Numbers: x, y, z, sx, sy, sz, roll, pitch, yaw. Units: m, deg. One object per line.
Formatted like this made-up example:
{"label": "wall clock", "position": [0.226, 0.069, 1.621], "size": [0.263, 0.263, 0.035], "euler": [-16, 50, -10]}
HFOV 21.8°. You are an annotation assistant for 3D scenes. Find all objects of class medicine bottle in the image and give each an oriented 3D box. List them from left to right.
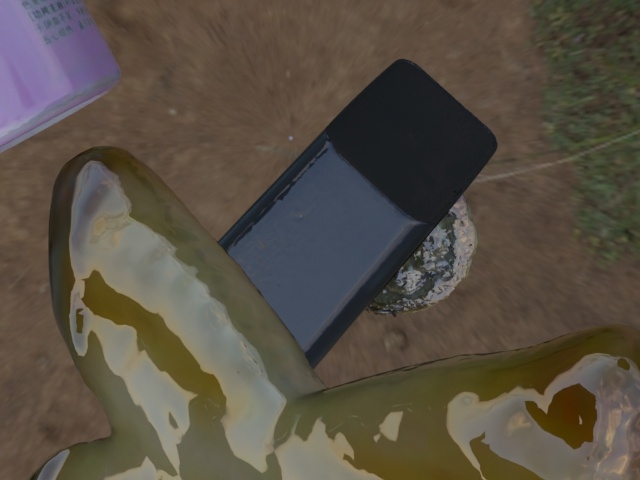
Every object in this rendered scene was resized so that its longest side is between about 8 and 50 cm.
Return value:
{"label": "medicine bottle", "position": [-0.294, -0.206, 1.263], "size": [0.178, 0.178, 0.290], "euler": [-29, 95, 1]}

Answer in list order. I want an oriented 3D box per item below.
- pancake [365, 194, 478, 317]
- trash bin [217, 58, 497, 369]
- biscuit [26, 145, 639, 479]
{"label": "pancake", "position": [0.043, -0.014, 1.225], "size": [0.158, 0.028, 0.158], "euler": [15, 122, 25]}
{"label": "trash bin", "position": [0.000, 0.000, 1.136], "size": [0.115, 0.165, 0.225], "euler": [42, 126, 2]}
{"label": "biscuit", "position": [-0.007, 0.073, 0.453], "size": [0.208, 0.047, 0.164], "euler": [21, 107, 37]}
